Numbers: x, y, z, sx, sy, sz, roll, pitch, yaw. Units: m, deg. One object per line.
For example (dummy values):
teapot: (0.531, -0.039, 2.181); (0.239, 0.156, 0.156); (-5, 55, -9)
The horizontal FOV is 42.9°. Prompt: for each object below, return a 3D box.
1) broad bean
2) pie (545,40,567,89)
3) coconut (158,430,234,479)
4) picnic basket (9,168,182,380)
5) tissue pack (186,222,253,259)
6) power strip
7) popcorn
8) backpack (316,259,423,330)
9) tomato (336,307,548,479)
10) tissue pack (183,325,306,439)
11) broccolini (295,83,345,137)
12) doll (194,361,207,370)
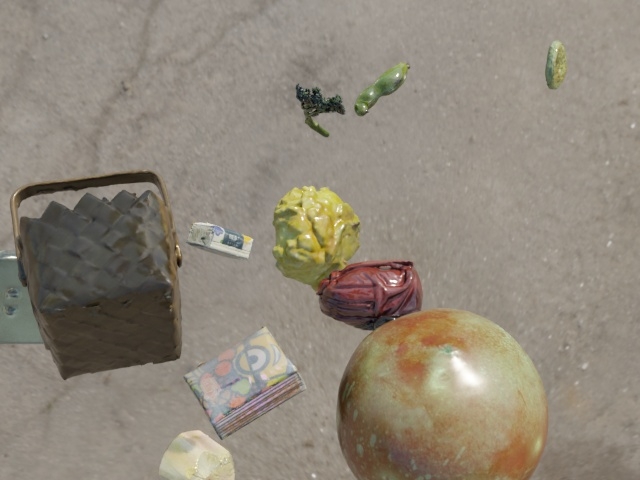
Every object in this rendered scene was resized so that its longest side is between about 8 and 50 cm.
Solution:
broad bean: (0.150, -0.370, 1.969); (0.070, 0.048, 0.213); (12, 53, 50)
pie: (0.393, -0.291, 1.360); (0.021, 0.084, 0.084); (8, 69, 32)
coconut: (-0.270, 0.486, 1.727); (0.152, 0.147, 0.147); (22, 72, 36)
picnic basket: (-0.349, 0.030, 1.301); (0.254, 0.291, 0.321); (-11, 58, -16)
tissue pack: (-0.154, 0.001, 1.248); (0.062, 0.083, 0.042); (7, 81, 43)
power strip: (-0.516, 0.094, 1.482); (0.213, 0.198, 0.064); (3, 27, -28)
popcorn: (0.000, 0.000, 1.866); (0.192, 0.233, 0.266); (-18, 104, 28)
backpack: (0.098, 0.107, 1.668); (0.229, 0.229, 0.139); (-4, 98, 3)
tomato: (0.150, 0.204, 1.023); (0.270, 0.223, 0.270); (-5, 48, 6)
tissue pack: (-0.113, 0.209, 1.205); (0.148, 0.060, 0.108); (-30, 43, -14)
broccolini: (0.015, -0.315, 2.038); (0.123, 0.271, 0.062); (25, 81, 13)
doll: (-0.230, 0.286, 1.764); (0.085, 0.058, 0.040); (-16, 48, 34)
